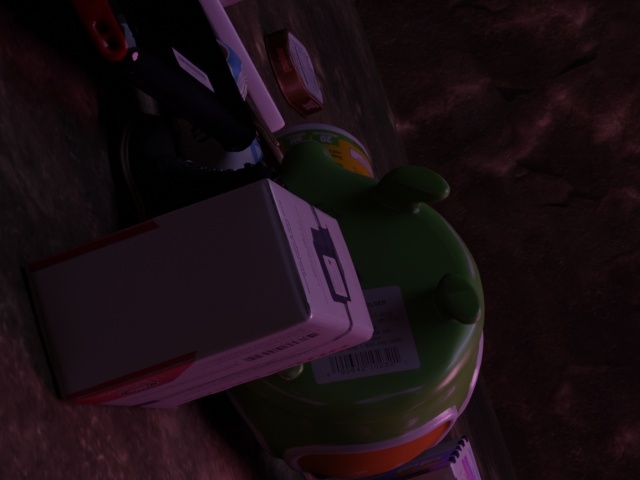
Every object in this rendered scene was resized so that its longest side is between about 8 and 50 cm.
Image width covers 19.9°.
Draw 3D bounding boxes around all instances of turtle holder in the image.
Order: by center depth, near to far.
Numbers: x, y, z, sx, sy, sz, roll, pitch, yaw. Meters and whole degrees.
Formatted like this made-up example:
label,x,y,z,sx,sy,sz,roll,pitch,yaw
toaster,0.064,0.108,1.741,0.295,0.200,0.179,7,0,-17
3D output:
label,x,y,z,sx,sy,sz,roll,pitch,yaw
turtle holder,-0.001,0.065,1.590,0.320,0.243,0.227,42,-28,29

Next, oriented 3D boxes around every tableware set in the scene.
label,x,y,z,sx,sy,sz,roll,pitch,yaw
tableware set,-0.075,-0.105,1.841,0.194,0.039,0.128,57,-4,43

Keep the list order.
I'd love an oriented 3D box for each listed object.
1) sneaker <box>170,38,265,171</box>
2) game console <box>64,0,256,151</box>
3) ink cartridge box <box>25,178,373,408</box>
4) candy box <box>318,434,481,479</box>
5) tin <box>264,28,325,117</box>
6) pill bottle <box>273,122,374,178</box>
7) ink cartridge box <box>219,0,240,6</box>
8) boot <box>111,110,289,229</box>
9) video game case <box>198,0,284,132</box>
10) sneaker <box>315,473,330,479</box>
label,x,y,z,sx,sy,sz,roll,pitch,yaw
sneaker,-0.106,-0.114,1.694,0.086,0.085,0.237,52,15,-33
game console,-0.180,-0.246,1.468,0.342,0.060,0.386,66,8,11
ink cartridge box,-0.074,0.043,1.249,0.237,0.172,0.100,28,43,-77
candy box,0.062,0.246,1.675,0.196,0.165,0.070,-9,81,-81
tin,-0.034,-0.234,2.533,0.190,0.040,0.106,26,41,-77
pill bottle,0.000,0.000,1.908,0.245,0.136,0.136,-99,167,-50
ink cartridge box,-0.084,-0.337,2.117,0.056,0.135,0.099,-16,87,-78
boot,-0.087,-0.046,1.447,0.077,0.137,0.198,45,23,-47
video game case,-0.109,-0.219,1.885,0.201,0.023,0.183,62,-4,-22
sneaker,0.049,0.194,1.930,0.283,0.107,0.124,51,16,-66
